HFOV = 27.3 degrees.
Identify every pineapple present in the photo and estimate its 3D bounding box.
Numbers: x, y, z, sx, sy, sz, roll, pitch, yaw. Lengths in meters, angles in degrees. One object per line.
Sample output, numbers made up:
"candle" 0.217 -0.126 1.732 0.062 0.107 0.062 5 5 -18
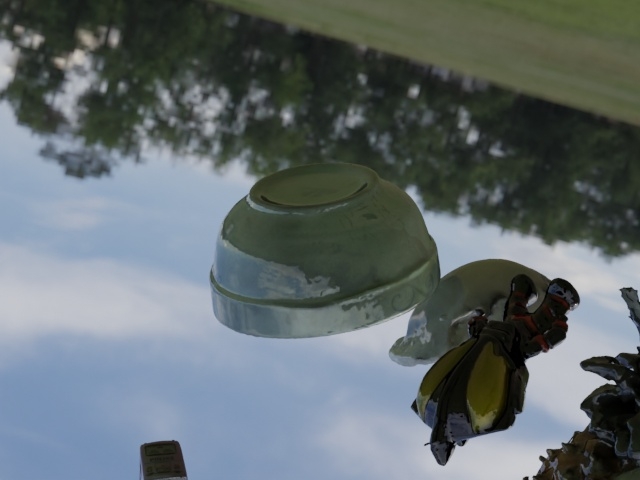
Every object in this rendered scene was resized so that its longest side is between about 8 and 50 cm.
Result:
"pineapple" 0.257 0.167 1.029 0.169 0.340 0.169 22 -162 -7

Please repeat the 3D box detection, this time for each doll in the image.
"doll" 0.180 0.132 1.409 0.088 0.249 0.127 45 154 -7

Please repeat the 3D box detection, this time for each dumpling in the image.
"dumpling" 0.218 0.127 1.827 0.243 0.175 0.227 15 149 -27

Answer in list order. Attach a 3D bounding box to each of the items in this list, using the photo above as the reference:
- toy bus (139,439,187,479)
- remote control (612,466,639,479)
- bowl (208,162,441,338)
"toy bus" -0.123 0.210 1.010 0.037 0.131 0.052 -5 -137 -14
"remote control" 0.207 0.146 0.708 0.098 0.038 0.233 -16 175 9
"bowl" 0.000 0.000 1.721 0.307 0.163 0.307 -6 -158 2
